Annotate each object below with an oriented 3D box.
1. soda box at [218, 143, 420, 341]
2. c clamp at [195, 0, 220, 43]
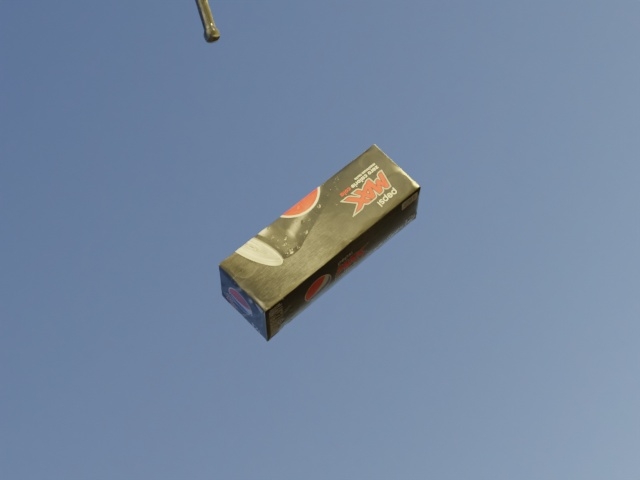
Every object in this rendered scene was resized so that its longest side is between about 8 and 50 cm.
[{"bbox_3d":[0.000,0.000,1.095,0.169,0.060,0.053,-39,-21,-20],"label":"soda box"},{"bbox_3d":[-0.003,-0.167,0.630,0.160,0.137,0.022,-18,-13,-19],"label":"c clamp"}]
